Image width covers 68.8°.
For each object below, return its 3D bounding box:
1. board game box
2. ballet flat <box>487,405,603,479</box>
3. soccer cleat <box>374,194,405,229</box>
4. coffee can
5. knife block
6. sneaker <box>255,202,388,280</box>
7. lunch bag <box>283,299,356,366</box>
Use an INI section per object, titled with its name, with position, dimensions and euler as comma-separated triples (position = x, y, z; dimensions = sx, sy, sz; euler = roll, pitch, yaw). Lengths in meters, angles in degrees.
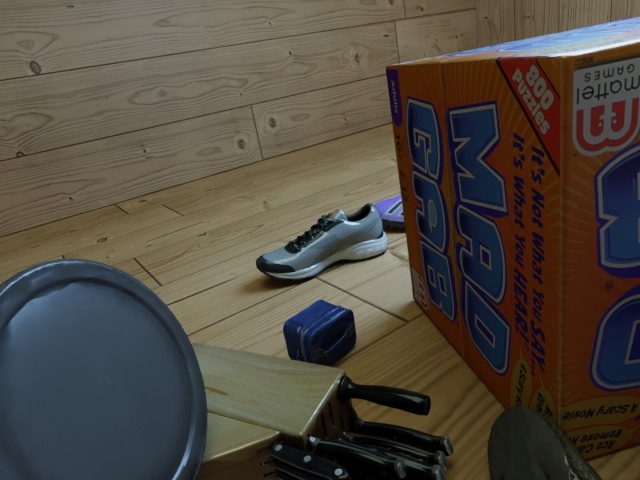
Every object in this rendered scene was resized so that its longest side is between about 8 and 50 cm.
[board game box]
position = 0.318, -0.053, 0.539
dimensions = 0.355, 0.357, 0.356
euler = -14, 21, -7
[ballet flat]
position = 0.196, 0.215, 0.327
dimensions = 0.058, 0.084, 0.250
euler = 23, 13, -15
[soccer cleat]
position = 0.260, -0.094, 1.014
dimensions = 0.317, 0.117, 0.109
euler = -2, 22, 21
[coffee can]
position = -0.262, 0.162, 0.371
dimensions = 0.275, 0.202, 0.202
euler = -27, 16, 18
[knife block]
position = -0.017, 0.179, 0.482
dimensions = 0.241, 0.088, 0.276
euler = -15, 21, -13
[sneaker]
position = 0.000, 0.000, 0.915
dimensions = 0.271, 0.108, 0.100
euler = -18, 24, -16
[lunch bag]
position = 0.001, 0.129, 0.629
dimensions = 0.065, 0.067, 0.098
euler = 10, 30, 43
